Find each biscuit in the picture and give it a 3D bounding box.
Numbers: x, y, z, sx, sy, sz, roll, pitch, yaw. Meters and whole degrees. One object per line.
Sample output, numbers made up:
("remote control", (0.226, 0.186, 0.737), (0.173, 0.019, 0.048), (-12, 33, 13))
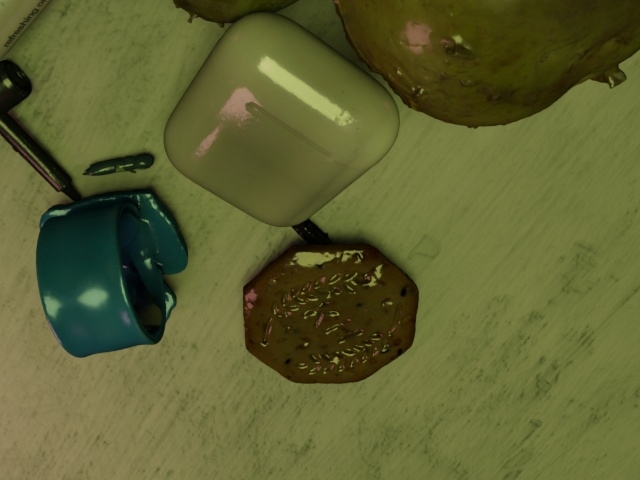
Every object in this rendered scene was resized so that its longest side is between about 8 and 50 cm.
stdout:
("biscuit", (0.019, 0.150, 1.266), (0.359, 0.046, 0.359), (-3, 122, -4))

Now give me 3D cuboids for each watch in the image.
("watch", (-0.347, 0.086, 1.094), (0.241, 0.274, 0.305), (-14, 116, 1))

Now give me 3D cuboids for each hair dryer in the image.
("hair dryer", (-0.476, -0.167, 1.089), (0.128, 0.070, 0.255), (-33, 121, 10))

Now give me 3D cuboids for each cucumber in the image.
("cucumber", (0.000, 0.000, 1.216), (0.163, 0.043, 0.039), (42, 66, -29))

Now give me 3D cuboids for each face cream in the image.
("face cream", (-0.413, -0.402, 0.955), (0.311, 0.092, 0.092), (-43, 112, 14))

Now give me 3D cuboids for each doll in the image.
("doll", (-0.345, -0.127, 1.124), (0.125, 0.037, 0.027), (-10, 117, 2))

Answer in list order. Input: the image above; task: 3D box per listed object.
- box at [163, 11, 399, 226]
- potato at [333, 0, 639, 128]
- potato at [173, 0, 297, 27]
("box", (-0.069, -0.167, 1.010), (0.289, 0.141, 0.349), (32, 142, -17))
("potato", (0.272, -0.325, 0.834), (0.442, 0.319, 0.385), (-24, 119, -24))
("potato", (-0.071, -0.459, 0.889), (0.359, 0.219, 0.269), (-25, 128, 0))
